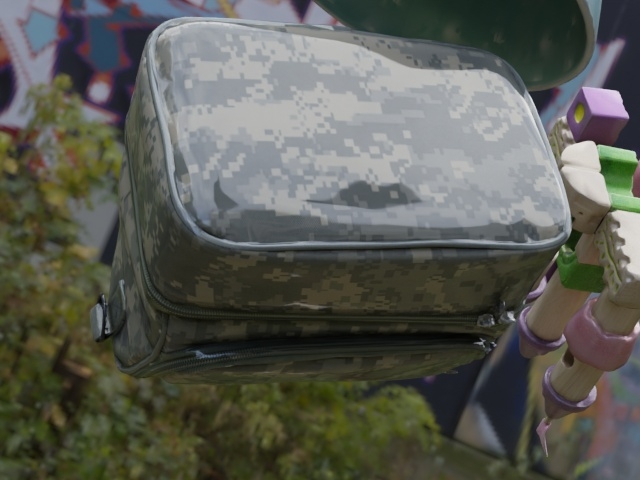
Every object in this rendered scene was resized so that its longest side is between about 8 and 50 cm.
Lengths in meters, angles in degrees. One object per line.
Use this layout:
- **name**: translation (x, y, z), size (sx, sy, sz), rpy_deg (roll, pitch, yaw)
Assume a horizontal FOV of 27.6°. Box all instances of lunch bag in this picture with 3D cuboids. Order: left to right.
- **lunch bag**: translation (0.000, 0.000, 0.954), size (0.305, 0.212, 0.256), rpy_deg (0, -35, -21)

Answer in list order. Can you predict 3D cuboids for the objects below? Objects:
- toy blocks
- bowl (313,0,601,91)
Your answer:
- **toy blocks**: translation (0.233, 0.022, 1.290), size (0.309, 0.288, 0.260), rpy_deg (8, -42, -14)
- **bowl**: translation (0.114, -0.277, 1.075), size (0.311, 0.163, 0.311), rpy_deg (27, -14, 8)
